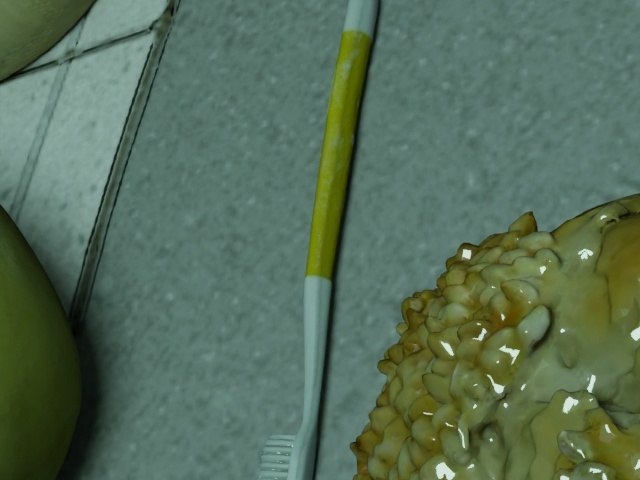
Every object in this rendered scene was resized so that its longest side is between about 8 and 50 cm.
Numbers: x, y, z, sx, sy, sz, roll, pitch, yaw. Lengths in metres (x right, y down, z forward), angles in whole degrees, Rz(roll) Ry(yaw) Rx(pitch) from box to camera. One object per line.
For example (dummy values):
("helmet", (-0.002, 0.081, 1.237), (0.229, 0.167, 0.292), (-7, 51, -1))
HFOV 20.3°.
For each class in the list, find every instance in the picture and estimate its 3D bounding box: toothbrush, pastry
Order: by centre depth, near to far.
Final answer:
("pastry", (0.146, 0.089, 0.671), (0.311, 0.162, 0.255), (-9, 61, 25))
("toothbrush", (0.000, 0.000, 0.883), (0.024, 0.021, 0.288), (0, 67, 20))

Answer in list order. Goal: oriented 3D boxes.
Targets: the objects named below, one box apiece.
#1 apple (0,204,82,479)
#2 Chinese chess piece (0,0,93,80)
("apple", (-0.252, 0.059, 0.870), (0.262, 0.262, 0.262), (-13, 62, 25))
("Chinese chess piece", (-0.230, -0.213, 1.069), (0.273, 0.102, 0.273), (-13, 62, 25))
